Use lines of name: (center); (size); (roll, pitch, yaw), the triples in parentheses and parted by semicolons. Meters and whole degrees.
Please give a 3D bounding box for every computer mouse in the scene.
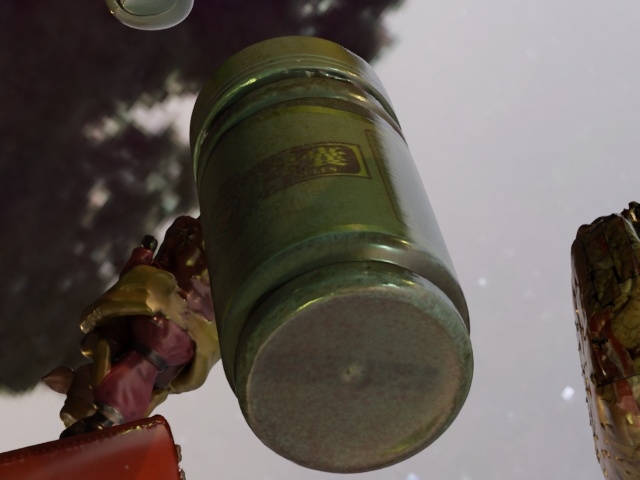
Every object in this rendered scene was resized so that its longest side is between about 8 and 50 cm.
computer mouse: (-0.128, -0.195, 1.328); (0.039, 0.066, 0.096); (-16, 178, 26)

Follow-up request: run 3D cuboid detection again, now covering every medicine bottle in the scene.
medicine bottle: (0.000, 0.000, 1.128); (0.151, 0.151, 0.322); (-47, -154, 18)

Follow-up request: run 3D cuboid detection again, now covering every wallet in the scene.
wallet: (-0.178, 0.209, 1.213); (0.045, 0.142, 0.204); (-8, -179, 42)

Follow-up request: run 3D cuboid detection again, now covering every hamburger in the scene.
hamburger: (0.237, 0.090, 1.236); (0.107, 0.231, 0.231); (-8, -149, 10)

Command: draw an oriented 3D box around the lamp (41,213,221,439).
lamp: (-0.149, 0.093, 1.435); (0.253, 0.118, 0.118); (-55, -163, -14)
